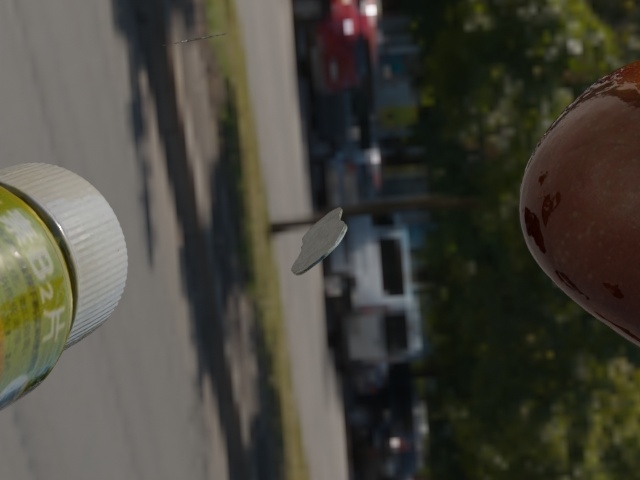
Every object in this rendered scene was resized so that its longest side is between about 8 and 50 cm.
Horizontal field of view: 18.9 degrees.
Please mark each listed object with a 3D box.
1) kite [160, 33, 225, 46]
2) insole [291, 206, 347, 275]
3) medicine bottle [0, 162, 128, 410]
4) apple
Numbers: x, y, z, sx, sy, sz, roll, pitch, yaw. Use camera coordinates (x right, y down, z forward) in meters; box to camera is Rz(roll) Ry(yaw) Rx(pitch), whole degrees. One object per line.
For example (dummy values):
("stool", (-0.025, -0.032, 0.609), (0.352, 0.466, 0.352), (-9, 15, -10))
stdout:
("kite", (-0.107, -0.179, 1.708), (0.078, 0.044, 0.002), (-30, 112, -68))
("insole", (0.000, 0.000, 1.871), (0.006, 0.065, 0.193), (51, 9, -8))
("medicine bottle", (-0.340, 0.056, 1.730), (0.384, 0.224, 0.224), (-33, 121, -65))
("apple", (0.222, -0.024, 1.158), (0.162, 0.201, 0.201), (-55, -168, 18))
